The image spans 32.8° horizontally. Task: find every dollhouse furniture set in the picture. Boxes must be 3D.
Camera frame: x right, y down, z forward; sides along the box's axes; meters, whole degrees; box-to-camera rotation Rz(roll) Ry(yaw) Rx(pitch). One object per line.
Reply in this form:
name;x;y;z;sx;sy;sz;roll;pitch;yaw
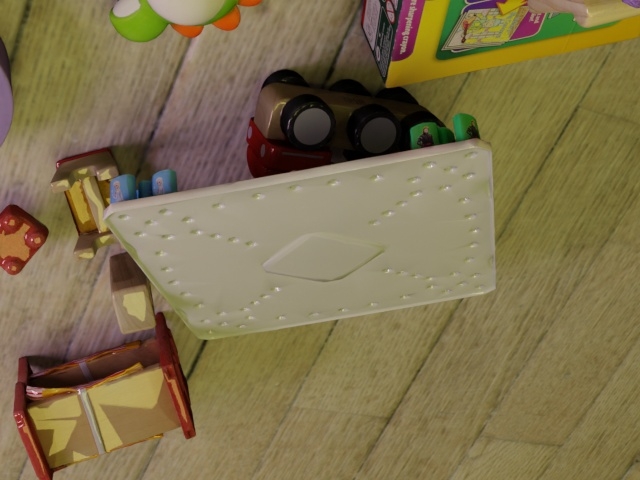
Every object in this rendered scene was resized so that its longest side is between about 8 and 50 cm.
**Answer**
dollhouse furniture set;-0.293;0.084;1.313;0.201;0.152;0.374;-16;112;-6

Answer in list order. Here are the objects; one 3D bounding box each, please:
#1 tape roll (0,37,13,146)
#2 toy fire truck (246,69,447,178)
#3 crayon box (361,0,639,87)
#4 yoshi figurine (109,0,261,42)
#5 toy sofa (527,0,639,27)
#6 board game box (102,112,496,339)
tape roll;-0.410;-0.155;1.106;0.189;0.080;0.189;-9;128;-12
toy fire truck;0.010;-0.065;1.293;0.217;0.158;0.246;5;114;-23
crayon box;0.217;-0.321;1.090;0.313;0.106;0.363;-14;155;-10
yoshi figurine;-0.114;-0.311;0.993;0.362;0.203;0.203;-28;179;41
toy sofa;0.229;-0.355;0.818;0.150;0.177;0.363;-15;103;-10
board game box;0.000;0.000;1.236;0.389;0.050;0.390;-10;154;5
